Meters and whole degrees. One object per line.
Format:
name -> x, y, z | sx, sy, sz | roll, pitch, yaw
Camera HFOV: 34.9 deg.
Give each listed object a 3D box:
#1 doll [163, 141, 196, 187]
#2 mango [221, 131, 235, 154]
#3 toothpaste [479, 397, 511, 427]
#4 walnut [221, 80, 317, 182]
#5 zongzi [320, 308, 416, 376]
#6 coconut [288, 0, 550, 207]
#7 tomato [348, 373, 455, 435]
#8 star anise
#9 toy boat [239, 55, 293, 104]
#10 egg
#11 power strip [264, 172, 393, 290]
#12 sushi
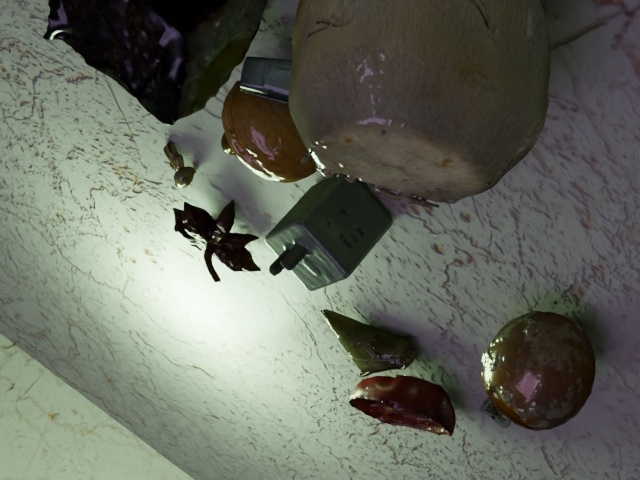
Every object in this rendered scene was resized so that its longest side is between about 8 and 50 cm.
doll -> -0.299, -0.155, 2.105 | 0.093, 0.051, 0.061 | 47, 153, -7
mango -> -0.146, -0.194, 1.882 | 0.063, 0.077, 0.127 | 51, 152, -11
toothpaste -> 0.369, 0.302, 1.984 | 0.067, 0.037, 0.255 | 33, 150, 12
walnut -> -0.080, -0.192, 1.752 | 0.206, 0.159, 0.159 | 49, 146, -10
zongzi -> 0.101, 0.196, 2.095 | 0.160, 0.078, 0.176 | -20, 111, 48
coconut -> 0.132, -0.244, 1.329 | 0.346, 0.360, 0.346 | 10, 160, 4
tomato -> 0.178, 0.326, 2.111 | 0.228, 0.101, 0.228 | 16, 164, 5
star anise -> -0.230, -0.009, 2.167 | 0.212, 0.111, 0.196 | 29, 139, 29
toy boat -> 0.000, -0.245, 1.641 | 0.261, 0.078, 0.085 | 12, 180, 5
egg -> 0.374, 0.220, 1.741 | 0.195, 0.195, 0.233 | 32, 148, 14
power strip -> 0.000, 0.000, 1.825 | 0.140, 0.224, 0.139 | 49, 146, -13
sushi -> -0.250, -0.372, 1.593 | 0.294, 0.299, 0.281 | 33, 124, 8
